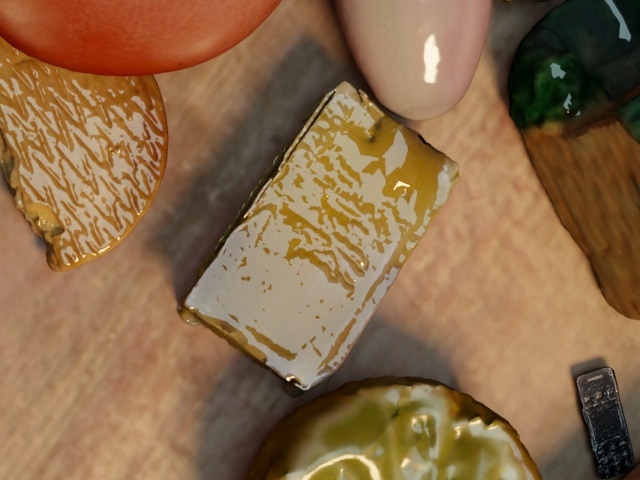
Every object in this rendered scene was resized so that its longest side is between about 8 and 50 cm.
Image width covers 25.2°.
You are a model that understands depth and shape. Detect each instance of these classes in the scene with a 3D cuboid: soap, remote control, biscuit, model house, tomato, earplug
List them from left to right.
[{"bbox_3d":[-0.198,-0.100,1.149,0.144,0.033,0.224,-24,93,-16],"label":"biscuit"},{"bbox_3d":[-0.142,-0.286,1.026,0.321,0.321,0.322,1,87,-14],"label":"tomato"},{"bbox_3d":[0.000,0.000,1.172,0.135,0.076,0.233,36,81,-8],"label":"soap"},{"bbox_3d":[0.073,-0.248,1.164,0.172,0.172,0.301,-6,94,-14],"label":"earplug"},{"bbox_3d":[0.249,0.160,1.255,0.039,0.014,0.096,-15,92,-15],"label":"remote control"},{"bbox_3d":[0.393,-0.123,1.137,0.382,0.342,0.335,-31,96,-13],"label":"model house"}]

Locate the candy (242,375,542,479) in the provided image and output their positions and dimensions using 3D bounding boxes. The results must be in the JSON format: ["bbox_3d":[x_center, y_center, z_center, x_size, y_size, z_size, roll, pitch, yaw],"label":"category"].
[{"bbox_3d":[0.059,0.233,1.142,0.259,0.118,0.260,0,85,-5],"label":"candy"}]

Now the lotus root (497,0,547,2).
[{"bbox_3d":[0.210,-0.263,1.227,0.179,0.089,0.080,-34,136,-16],"label":"lotus root"}]

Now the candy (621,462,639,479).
[{"bbox_3d":[0.356,0.355,1.205,0.208,0.145,0.359,-45,99,-12],"label":"candy"}]
